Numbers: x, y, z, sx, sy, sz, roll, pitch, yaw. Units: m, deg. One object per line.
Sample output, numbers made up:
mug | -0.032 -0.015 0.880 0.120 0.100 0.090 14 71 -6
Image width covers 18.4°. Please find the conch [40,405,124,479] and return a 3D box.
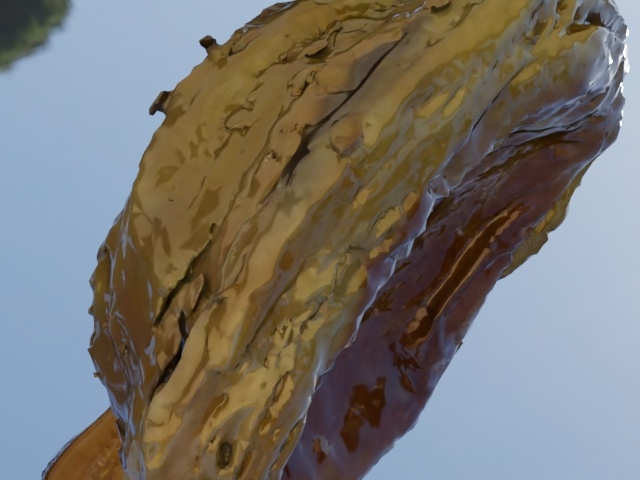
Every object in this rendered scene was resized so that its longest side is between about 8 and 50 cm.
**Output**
conch | -0.152 0.160 1.408 0.093 0.330 0.109 21 -162 12

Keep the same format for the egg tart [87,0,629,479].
egg tart | 0.000 0.000 0.888 0.150 0.352 0.352 34 -129 16
